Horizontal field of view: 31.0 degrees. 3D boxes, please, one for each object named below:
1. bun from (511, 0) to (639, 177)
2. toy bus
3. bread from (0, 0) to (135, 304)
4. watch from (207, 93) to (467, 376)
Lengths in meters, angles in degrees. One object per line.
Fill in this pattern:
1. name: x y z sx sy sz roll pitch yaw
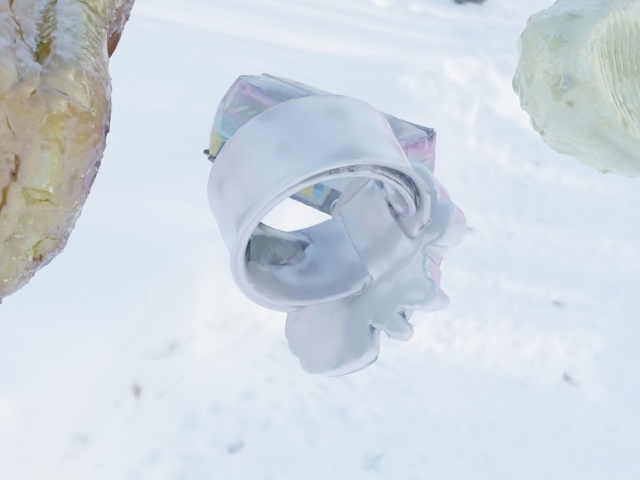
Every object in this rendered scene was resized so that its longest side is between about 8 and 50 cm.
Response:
1. bun: 0.350 -0.200 1.455 0.259 0.259 0.160 -1 -6 -33
2. toy bus: 0.000 -0.152 1.837 0.386 0.162 0.171 24 21 30
3. bread: -0.151 -0.080 0.605 0.077 0.139 0.271 22 26 -17
4. watch: 0.000 0.000 1.117 0.231 0.244 0.196 25 29 -44
